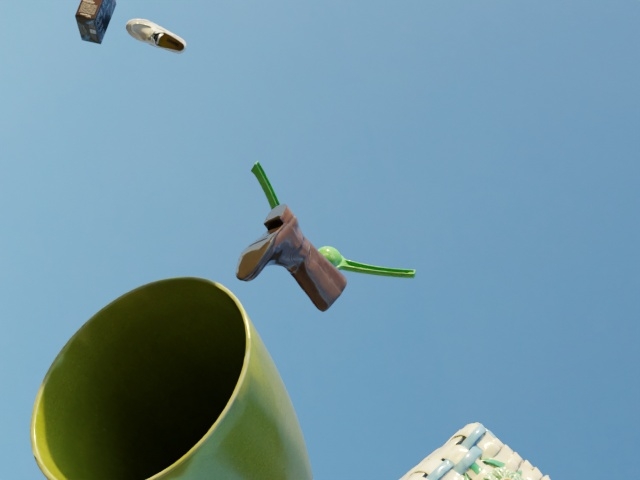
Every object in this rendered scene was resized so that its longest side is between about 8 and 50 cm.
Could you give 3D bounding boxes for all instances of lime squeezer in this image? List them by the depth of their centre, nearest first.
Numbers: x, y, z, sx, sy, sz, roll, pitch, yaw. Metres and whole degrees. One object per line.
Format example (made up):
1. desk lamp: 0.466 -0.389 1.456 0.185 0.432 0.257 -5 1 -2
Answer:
1. lime squeezer: 0.000 0.000 1.808 0.310 0.059 0.110 35 -74 -3

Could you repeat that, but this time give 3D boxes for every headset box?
1. headset box: -0.323 -0.337 1.628 0.062 0.032 0.083 94 9 -66

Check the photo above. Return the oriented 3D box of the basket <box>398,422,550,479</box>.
1. basket: 0.191 0.383 1.292 0.289 0.254 0.201 51 -31 7

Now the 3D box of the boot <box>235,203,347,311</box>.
1. boot: -0.024 0.037 1.083 0.037 0.106 0.114 -12 -56 41

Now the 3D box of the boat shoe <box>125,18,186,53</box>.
1. boat shoe: -0.257 -0.319 1.765 0.035 0.100 0.035 -64 -168 6

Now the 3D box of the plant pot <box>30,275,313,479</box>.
1. plant pot: -0.133 0.236 1.296 0.274 0.293 0.275 -18 -135 19
